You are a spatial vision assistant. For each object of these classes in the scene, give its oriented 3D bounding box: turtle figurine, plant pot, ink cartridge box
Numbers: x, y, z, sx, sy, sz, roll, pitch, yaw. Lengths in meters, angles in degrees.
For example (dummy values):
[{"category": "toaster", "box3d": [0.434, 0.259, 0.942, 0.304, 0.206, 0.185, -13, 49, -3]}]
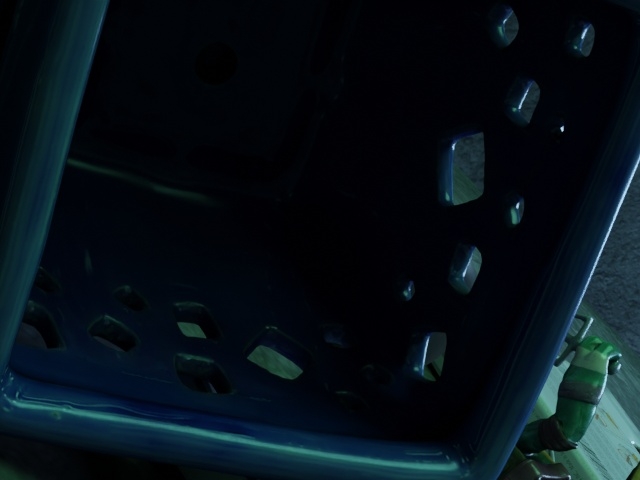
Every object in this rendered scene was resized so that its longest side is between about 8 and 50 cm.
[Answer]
[{"category": "turtle figurine", "box3d": [0.141, 0.158, 0.930, 0.234, 0.118, 0.175, 56, -27, 35]}, {"category": "plant pot", "box3d": [-0.027, -0.055, 0.623, 0.236, 0.236, 0.212, 12, 20, -26]}, {"category": "ink cartridge box", "box3d": [0.213, 0.179, 1.236, 0.261, 0.066, 0.296, 38, 14, -38]}]

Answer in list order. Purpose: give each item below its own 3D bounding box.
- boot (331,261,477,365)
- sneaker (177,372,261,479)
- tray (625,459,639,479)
[{"category": "boot", "box3d": [0.000, 0.000, 1.008, 0.305, 0.112, 0.115, 30, 8, -49]}, {"category": "sneaker", "box3d": [0.040, 0.131, 0.677, 0.258, 0.091, 0.094, 43, 11, -12]}, {"category": "tray", "box3d": [0.254, 0.257, 0.530, 0.411, 0.076, 0.203, 31, 39, 12]}]
